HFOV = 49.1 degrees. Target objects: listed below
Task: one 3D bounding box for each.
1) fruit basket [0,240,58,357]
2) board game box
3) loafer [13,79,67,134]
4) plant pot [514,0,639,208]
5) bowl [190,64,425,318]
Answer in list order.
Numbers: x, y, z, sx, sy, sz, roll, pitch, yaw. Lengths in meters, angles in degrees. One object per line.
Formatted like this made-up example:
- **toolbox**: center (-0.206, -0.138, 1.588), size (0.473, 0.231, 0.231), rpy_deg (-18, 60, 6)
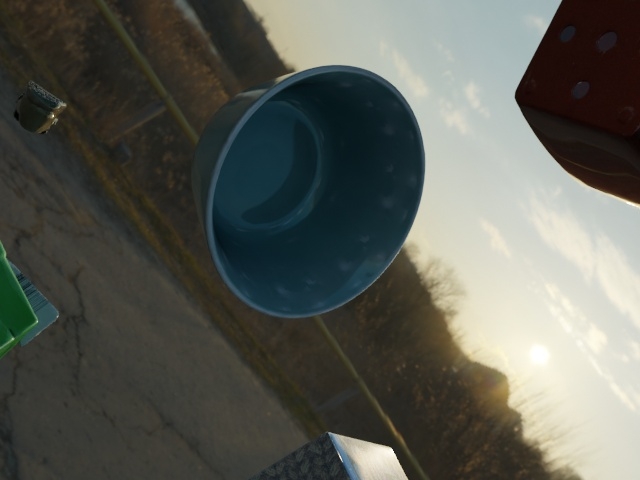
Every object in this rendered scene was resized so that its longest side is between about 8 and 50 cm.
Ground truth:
- **fruit basket**: center (-0.500, 0.034, 0.734), size (0.353, 0.165, 0.327), rpy_deg (42, 27, -3)
- **board game box**: center (-0.006, 0.387, 0.939), size (0.141, 0.232, 0.291), rpy_deg (61, 8, 27)
- **loafer**: center (-0.350, -0.162, 0.861), size (0.056, 0.050, 0.148), rpy_deg (35, 0, -18)
- **plant pot**: center (0.391, -0.182, 0.808), size (0.235, 0.267, 0.267), rpy_deg (19, 12, -34)
- **bowl**: center (-0.037, -0.075, 0.881), size (0.163, 0.311, 0.311), rpy_deg (31, -22, 49)
